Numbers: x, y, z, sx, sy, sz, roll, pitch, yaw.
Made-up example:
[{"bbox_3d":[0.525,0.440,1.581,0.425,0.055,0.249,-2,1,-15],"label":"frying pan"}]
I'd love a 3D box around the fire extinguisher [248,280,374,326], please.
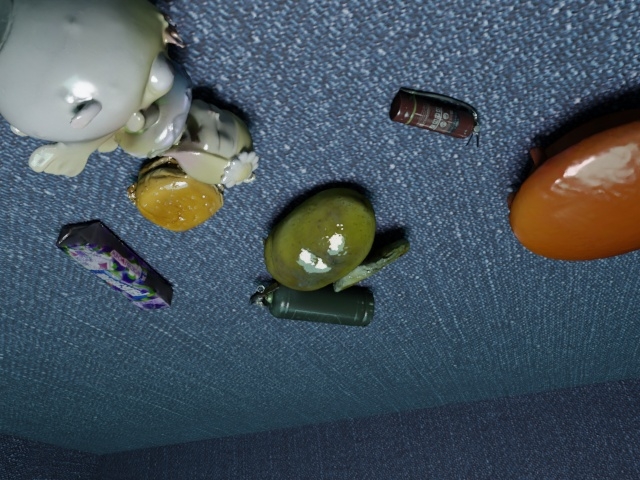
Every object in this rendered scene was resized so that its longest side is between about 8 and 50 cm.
[{"bbox_3d":[-0.024,0.150,1.257,0.311,0.114,0.096,9,105,-16],"label":"fire extinguisher"}]

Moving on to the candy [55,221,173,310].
[{"bbox_3d":[-0.428,0.065,1.128,0.088,0.061,0.312,-9,147,13],"label":"candy"}]

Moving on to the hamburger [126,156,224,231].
[{"bbox_3d":[-0.245,-0.081,0.895,0.147,0.083,0.138,-28,136,28],"label":"hamburger"}]

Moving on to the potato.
[{"bbox_3d":[0.000,0.000,0.993,0.169,0.144,0.248,30,127,-28],"label":"potato"}]

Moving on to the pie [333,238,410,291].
[{"bbox_3d":[0.106,0.049,1.092,0.186,0.041,0.187,-30,174,-3],"label":"pie"}]

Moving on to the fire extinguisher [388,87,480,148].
[{"bbox_3d":[0.183,-0.188,0.800,0.158,0.043,0.064,9,103,-20],"label":"fire extinguisher"}]

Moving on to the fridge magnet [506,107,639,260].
[{"bbox_3d":[0.503,-0.085,0.883,0.363,0.155,0.364,-2,147,-2],"label":"fridge magnet"}]

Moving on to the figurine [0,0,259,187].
[{"bbox_3d":[-0.239,-0.159,0.689,0.274,0.227,0.394,-35,151,21],"label":"figurine"}]
